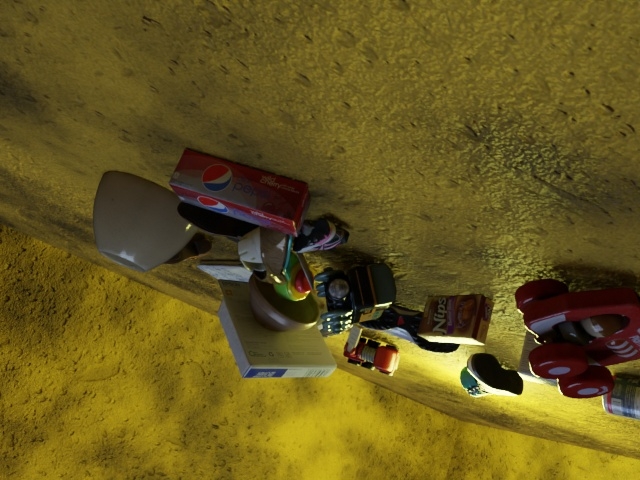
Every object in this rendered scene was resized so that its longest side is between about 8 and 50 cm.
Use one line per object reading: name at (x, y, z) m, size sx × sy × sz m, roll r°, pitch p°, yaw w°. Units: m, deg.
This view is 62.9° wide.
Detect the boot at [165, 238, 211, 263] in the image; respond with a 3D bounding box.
boot at (-0.433, 0.037, 1.605) m, size 0.197 × 0.073 × 0.152 m, roll -5°, pitch 177°, yaw -20°

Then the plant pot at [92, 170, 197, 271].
plant pot at (-0.484, -0.028, 1.394) m, size 0.284 × 0.191 × 0.284 m, roll 18°, pitch 161°, yaw 6°

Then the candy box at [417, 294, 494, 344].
candy box at (0.330, 0.194, 1.291) m, size 0.053 × 0.109 × 0.186 m, roll 29°, pitch 159°, yaw -24°

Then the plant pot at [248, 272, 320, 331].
plant pot at (-0.126, 0.193, 1.554) m, size 0.237 × 0.110 × 0.237 m, roll 32°, pitch -158°, yaw -15°

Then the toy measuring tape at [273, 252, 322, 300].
toy measuring tape at (-0.049, 0.141, 1.528) m, size 0.121 × 0.121 × 0.330 m, roll 7°, pitch 157°, yaw 35°

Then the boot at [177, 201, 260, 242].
boot at (-0.247, -0.033, 1.303) m, size 0.219 × 0.082 × 0.106 m, roll 19°, pitch 159°, yaw -2°

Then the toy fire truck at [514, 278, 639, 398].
toy fire truck at (0.527, 0.163, 0.973) m, size 0.254 × 0.169 × 0.302 m, roll -28°, pitch 134°, yaw 34°

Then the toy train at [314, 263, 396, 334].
toy train at (0.089, 0.151, 1.347) m, size 0.190 × 0.142 × 0.334 m, roll -9°, pitch 162°, yaw -1°

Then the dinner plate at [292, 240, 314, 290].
dinner plate at (-0.042, 0.060, 1.319) m, size 0.017 × 0.141 × 0.141 m, roll -24°, pitch 158°, yaw -4°

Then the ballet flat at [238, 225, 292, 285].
ballet flat at (-0.130, 0.029, 1.238) m, size 0.124 × 0.116 × 0.342 m, roll -1°, pitch 162°, yaw -5°

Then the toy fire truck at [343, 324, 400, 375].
toy fire truck at (0.190, 0.426, 2.059) m, size 0.217 × 0.158 × 0.246 m, roll 13°, pitch 170°, yaw 23°

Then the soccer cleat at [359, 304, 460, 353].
soccer cleat at (0.258, 0.247, 1.554) m, size 0.318 × 0.109 × 0.116 m, roll 16°, pitch -179°, yaw 7°

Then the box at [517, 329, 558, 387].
box at (0.543, 0.266, 1.222) m, size 0.126 × 0.137 × 0.072 m, roll 7°, pitch 158°, yaw 34°

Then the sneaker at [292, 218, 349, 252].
sneaker at (0.000, 0.000, 1.165) m, size 0.077 × 0.072 × 0.178 m, roll 17°, pitch 170°, yaw -27°

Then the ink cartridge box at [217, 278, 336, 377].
ink cartridge box at (-0.146, 0.272, 1.611) m, size 0.324 × 0.071 × 0.330 m, roll 12°, pitch -146°, yaw -40°

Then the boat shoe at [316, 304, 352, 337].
boat shoe at (0.018, 0.303, 1.910) m, size 0.096 × 0.117 × 0.324 m, roll 28°, pitch 154°, yaw -12°

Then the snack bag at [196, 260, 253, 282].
snack bag at (-0.234, 0.158, 1.885) m, size 0.342 × 0.037 × 0.323 m, roll 34°, pitch 157°, yaw -35°

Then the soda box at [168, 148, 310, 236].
soda box at (-0.157, -0.094, 1.038) m, size 0.263 × 0.083 × 0.092 m, roll 17°, pitch 162°, yaw 9°

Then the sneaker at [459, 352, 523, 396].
sneaker at (0.543, 0.459, 1.794) m, size 0.295 × 0.124 × 0.178 m, roll 32°, pitch 149°, yaw -33°

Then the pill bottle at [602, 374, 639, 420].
pill bottle at (0.857, 0.424, 1.382) m, size 0.180 × 0.108 × 0.108 m, roll 1°, pitch 153°, yaw 45°
